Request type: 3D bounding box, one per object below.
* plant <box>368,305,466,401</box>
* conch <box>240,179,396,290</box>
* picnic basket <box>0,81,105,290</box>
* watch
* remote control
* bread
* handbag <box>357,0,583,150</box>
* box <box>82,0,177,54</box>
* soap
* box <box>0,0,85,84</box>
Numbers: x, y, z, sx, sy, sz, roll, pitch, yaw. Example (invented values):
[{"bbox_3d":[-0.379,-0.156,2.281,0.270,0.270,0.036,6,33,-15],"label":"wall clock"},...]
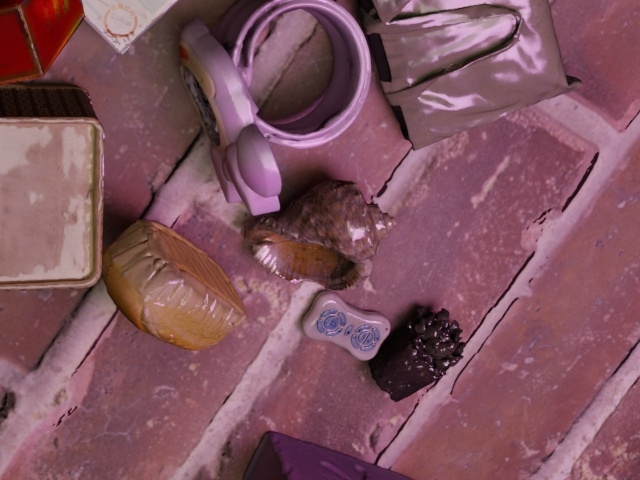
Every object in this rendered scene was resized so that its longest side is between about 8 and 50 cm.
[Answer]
[{"bbox_3d":[0.137,0.158,1.901,0.143,0.092,0.094,-38,108,10],"label":"plant"},{"bbox_3d":[0.000,0.000,1.774,0.207,0.130,0.155,-10,102,5],"label":"conch"},{"bbox_3d":[-0.426,-0.071,1.617,0.313,0.175,0.228,-2,112,-18],"label":"picnic basket"},{"bbox_3d":[-0.042,-0.183,1.663,0.217,0.211,0.248,-24,108,-13],"label":"watch"},{"bbox_3d":[0.036,0.120,1.887,0.122,0.032,0.074,24,104,-23],"label":"remote control"},{"bbox_3d":[-0.188,0.065,1.715,0.106,0.140,0.236,-40,151,7],"label":"bread"},{"bbox_3d":[0.181,-0.282,1.713,0.253,0.109,0.316,-22,122,0],"label":"handbag"},{"bbox_3d":[-0.285,-0.357,1.579,0.135,0.079,0.269,-42,116,6],"label":"box"},{"bbox_3d":[0.055,0.414,1.872,0.285,0.296,0.107,23,105,-23],"label":"soap"},{"bbox_3d":[-0.437,-0.222,1.487,0.313,0.197,0.089,-11,117,10],"label":"box"}]
